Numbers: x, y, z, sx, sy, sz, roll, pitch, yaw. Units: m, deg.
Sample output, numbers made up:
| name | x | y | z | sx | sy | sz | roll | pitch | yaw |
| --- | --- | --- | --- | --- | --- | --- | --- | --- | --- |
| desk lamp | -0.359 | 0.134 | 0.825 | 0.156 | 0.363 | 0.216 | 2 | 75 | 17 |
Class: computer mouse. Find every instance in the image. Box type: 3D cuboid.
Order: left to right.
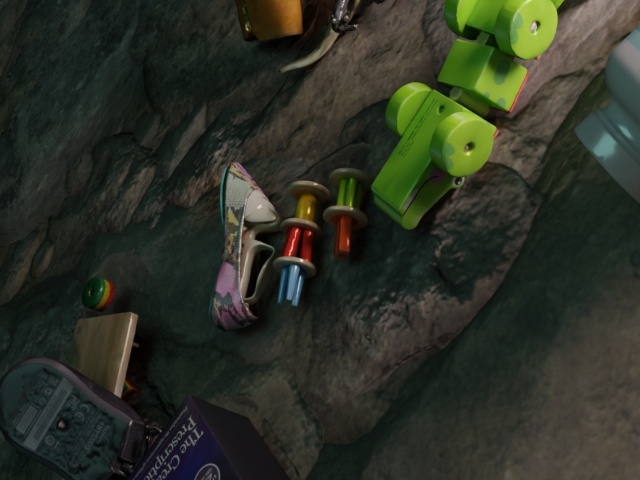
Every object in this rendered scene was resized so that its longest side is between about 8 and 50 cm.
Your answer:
| name | x | y | z | sx | sy | sz | roll | pitch | yaw |
| --- | --- | --- | --- | --- | --- | --- | --- | --- | --- |
| computer mouse | -0.287 | 0.251 | 1.225 | 0.272 | 0.072 | 0.188 | 36 | 91 | 18 |

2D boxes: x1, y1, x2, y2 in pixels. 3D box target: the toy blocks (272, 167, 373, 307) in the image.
| name | x | y | z | sx | sy | sz | roll | pitch | yaw |
| --- | --- | --- | --- | --- | --- | --- | --- | --- | --- |
| toy blocks | 0.000 | 0.000 | 1.138 | 0.123 | 0.054 | 0.148 | -13 | 57 | 42 |

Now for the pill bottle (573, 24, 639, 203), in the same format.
| name | x | y | z | sx | sy | sz | roll | pitch | yaw |
| --- | --- | --- | --- | --- | --- | --- | --- | --- | --- |
| pill bottle | 0.336 | -0.147 | 0.801 | 0.264 | 0.146 | 0.146 | -44 | 42 | 18 |

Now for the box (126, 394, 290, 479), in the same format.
| name | x | y | z | sx | sy | sz | roll | pitch | yaw |
| --- | --- | --- | --- | --- | --- | --- | --- | --- | --- |
| box | -0.148 | 0.329 | 1.055 | 0.261 | 0.103 | 0.184 | -54 | 42 | 6 |

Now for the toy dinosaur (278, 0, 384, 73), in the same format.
| name | x | y | z | sx | sy | sz | roll | pitch | yaw |
| --- | --- | --- | --- | --- | --- | --- | --- | --- | --- |
| toy dinosaur | 0.045 | -0.312 | 1.285 | 0.268 | 0.064 | 0.118 | -54 | 25 | 8 |

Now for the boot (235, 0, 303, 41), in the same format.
| name | x | y | z | sx | sy | sz | roll | pitch | yaw |
| --- | --- | --- | --- | --- | --- | --- | --- | --- | --- |
| boot | -0.049 | -0.382 | 1.322 | 0.295 | 0.104 | 0.211 | -5 | 98 | 64 |

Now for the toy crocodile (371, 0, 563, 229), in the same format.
| name | x | y | z | sx | sy | sz | roll | pitch | yaw |
| --- | --- | --- | --- | --- | --- | --- | --- | --- | --- |
| toy crocodile | 0.166 | -0.165 | 1.041 | 0.115 | 0.105 | 0.340 | 37 | 100 | 50 |

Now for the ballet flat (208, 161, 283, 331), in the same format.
| name | x | y | z | sx | sy | sz | roll | pitch | yaw |
| --- | --- | --- | --- | --- | --- | --- | --- | --- | --- |
| ballet flat | -0.087 | 0.005 | 1.224 | 0.079 | 0.077 | 0.221 | -6 | 66 | 24 |

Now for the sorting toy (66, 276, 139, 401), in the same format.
| name | x | y | z | sx | sy | sz | roll | pitch | yaw |
| --- | --- | --- | --- | --- | --- | --- | --- | --- | --- |
| sorting toy | -0.292 | 0.180 | 1.339 | 0.132 | 0.046 | 0.274 | -11 | 62 | 43 |
